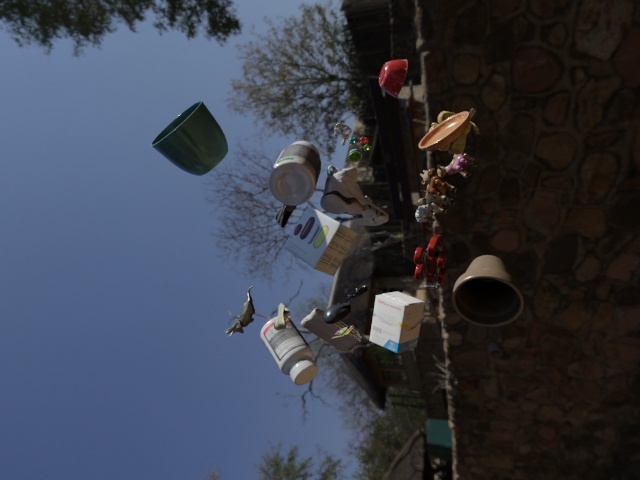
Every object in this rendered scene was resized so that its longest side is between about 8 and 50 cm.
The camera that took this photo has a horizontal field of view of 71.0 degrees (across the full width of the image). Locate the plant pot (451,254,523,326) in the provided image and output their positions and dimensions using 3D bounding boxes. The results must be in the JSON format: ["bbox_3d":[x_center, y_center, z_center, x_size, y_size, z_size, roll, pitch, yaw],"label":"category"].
[{"bbox_3d":[0.678,0.182,1.828,0.229,0.263,0.262,-60,-36,-53],"label":"plant pot"}]

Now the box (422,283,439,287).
[{"bbox_3d":[0.611,0.253,2.476,0.067,0.083,0.018,20,-108,-69],"label":"box"}]

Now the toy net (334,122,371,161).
[{"bbox_3d":[0.150,-0.467,2.105,0.232,0.122,0.045,45,-149,-47],"label":"toy net"}]

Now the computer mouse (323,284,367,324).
[{"bbox_3d":[0.084,0.199,1.471,0.242,0.071,0.041,-37,-73,-51],"label":"computer mouse"}]

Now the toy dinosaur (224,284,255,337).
[{"bbox_3d":[-0.423,0.417,2.583,0.313,0.121,0.160,-61,5,0],"label":"toy dinosaur"}]

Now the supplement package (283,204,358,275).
[{"bbox_3d":[0.000,0.000,1.800,0.149,0.194,0.203,26,-86,-53],"label":"supplement package"}]

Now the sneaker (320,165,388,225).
[{"bbox_3d":[0.164,-0.202,2.018,0.366,0.137,0.210,17,-114,-32],"label":"sneaker"}]

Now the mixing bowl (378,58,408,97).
[{"bbox_3d":[0.343,-0.795,2.174,0.181,0.098,0.181,-169,90,-81],"label":"mixing bowl"}]

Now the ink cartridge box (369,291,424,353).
[{"bbox_3d":[0.362,0.380,2.120,0.168,0.171,0.232,-3,-76,-45],"label":"ink cartridge box"}]

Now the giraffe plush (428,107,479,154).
[{"bbox_3d":[0.542,-0.459,1.894,0.181,0.210,0.170,50,175,-9],"label":"giraffe plush"}]

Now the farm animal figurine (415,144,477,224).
[{"bbox_3d":[0.574,-0.278,2.156,0.330,0.172,0.326,-32,-36,-33],"label":"farm animal figurine"}]

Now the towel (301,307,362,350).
[{"bbox_3d":[0.051,0.450,2.234,0.187,0.282,0.049,-49,11,48],"label":"towel"}]

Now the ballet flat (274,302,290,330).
[{"bbox_3d":[-0.139,0.292,1.710,0.168,0.053,0.057,-82,-16,-67],"label":"ballet flat"}]

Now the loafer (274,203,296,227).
[{"bbox_3d":[-0.182,-0.181,2.605,0.267,0.096,0.084,-56,48,43],"label":"loafer"}]

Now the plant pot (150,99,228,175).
[{"bbox_3d":[-0.550,-0.428,1.976,0.235,0.293,0.293,49,-143,-28],"label":"plant pot"}]

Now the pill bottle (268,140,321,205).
[{"bbox_3d":[-0.104,-0.316,2.015,0.361,0.204,0.204,-78,-21,-60],"label":"pill bottle"}]

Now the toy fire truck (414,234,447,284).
[{"bbox_3d":[0.663,0.097,2.623,0.253,0.170,0.302,-56,-34,-44],"label":"toy fire truck"}]

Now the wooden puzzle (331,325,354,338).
[{"bbox_3d":[0.081,0.328,1.614,0.079,0.116,0.014,-33,-89,-42],"label":"wooden puzzle"}]

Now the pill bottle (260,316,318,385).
[{"bbox_3d":[-0.144,0.526,2.142,0.318,0.176,0.176,48,168,40],"label":"pill bottle"}]

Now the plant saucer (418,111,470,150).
[{"bbox_3d":[0.438,-0.376,1.574,0.037,0.200,0.200,50,-149,-15],"label":"plant saucer"}]
